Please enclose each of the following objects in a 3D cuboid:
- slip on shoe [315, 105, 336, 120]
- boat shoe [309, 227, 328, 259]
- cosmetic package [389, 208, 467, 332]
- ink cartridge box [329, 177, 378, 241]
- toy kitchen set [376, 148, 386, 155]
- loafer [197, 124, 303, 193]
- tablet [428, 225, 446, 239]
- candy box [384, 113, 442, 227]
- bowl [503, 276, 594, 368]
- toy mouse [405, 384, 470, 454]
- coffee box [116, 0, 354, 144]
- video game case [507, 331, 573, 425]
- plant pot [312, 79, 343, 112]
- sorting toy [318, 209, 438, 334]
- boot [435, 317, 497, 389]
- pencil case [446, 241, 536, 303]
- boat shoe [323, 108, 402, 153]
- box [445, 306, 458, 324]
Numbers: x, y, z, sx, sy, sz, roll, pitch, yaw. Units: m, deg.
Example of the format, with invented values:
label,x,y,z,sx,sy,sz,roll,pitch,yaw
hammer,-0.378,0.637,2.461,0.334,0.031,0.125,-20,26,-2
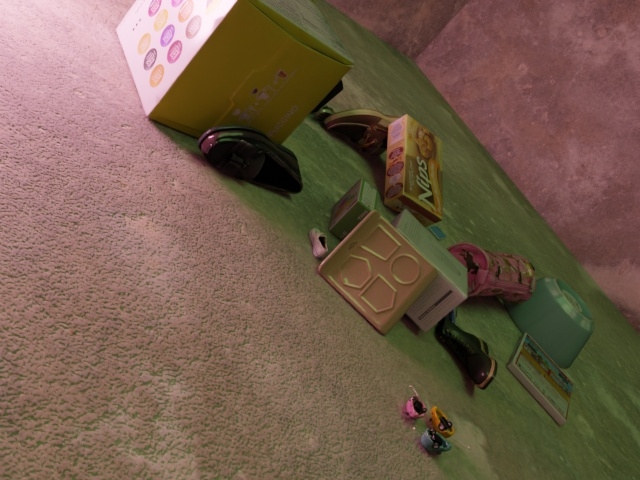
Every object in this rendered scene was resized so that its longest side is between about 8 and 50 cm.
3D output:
label,x,y,z,sx,sy,sz,roll,pitch,yaw
slip on shoe,0.017,-0.412,2.152,0.135,0.051,0.041,-9,75,-65
boat shoe,0.000,0.000,1.490,0.035,0.035,0.100,32,27,-26
cosmetic package,0.225,0.065,1.602,0.224,0.138,0.224,46,19,-2
ink cartridge box,0.081,-0.062,1.629,0.062,0.109,0.209,39,25,-12
toy kitchen set,0.261,-0.363,2.382,0.166,0.122,0.207,40,24,-10
loafer,-0.137,-0.172,1.472,0.302,0.109,0.095,12,44,-55
tablet,0.380,-0.025,2.172,0.054,0.006,0.083,51,24,14
candy box,0.297,-0.218,2.106,0.183,0.087,0.316,28,54,-32
bowl,0.755,0.238,2.155,0.311,0.163,0.311,34,27,-20
toy mouse,0.196,0.347,1.249,0.161,0.031,0.143,54,25,21
coffee box,-0.196,-0.435,1.506,0.338,0.337,0.334,19,35,-46
video game case,0.624,0.380,1.884,0.204,0.025,0.285,48,24,9
plant pot,-0.037,-0.512,2.099,0.187,0.188,0.167,59,13,29
sorting toy,0.125,0.067,1.447,0.208,0.193,0.038,45,-17,-4
boot,0.331,0.260,1.571,0.137,0.077,0.198,36,12,-8
pencil case,0.500,0.101,1.975,0.386,0.167,0.160,12,64,-50
boat shoe,0.167,-0.345,2.188,0.342,0.123,0.123,3,76,-35
box,0.335,0.163,1.717,0.136,0.028,0.081,-45,132,-65
